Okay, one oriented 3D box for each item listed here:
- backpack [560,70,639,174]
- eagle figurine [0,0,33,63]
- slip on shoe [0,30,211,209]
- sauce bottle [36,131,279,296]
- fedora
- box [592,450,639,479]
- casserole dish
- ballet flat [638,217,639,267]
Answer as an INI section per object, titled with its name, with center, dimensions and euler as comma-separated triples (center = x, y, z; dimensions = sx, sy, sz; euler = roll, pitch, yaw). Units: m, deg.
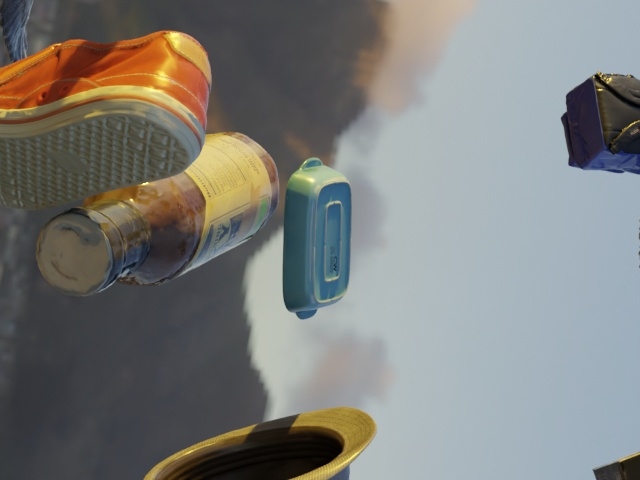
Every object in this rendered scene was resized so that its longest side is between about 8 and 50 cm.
[backpack]
center = 0.314, -0.116, 1.988
dimensions = 0.101, 0.120, 0.098
euler = 147, -58, -61
[eagle figurine]
center = -0.359, -0.397, 2.377
dimensions = 0.226, 0.298, 0.225
euler = -29, -160, 18
[slip on shoe]
center = -0.211, -0.097, 1.516
dimensions = 0.331, 0.123, 0.101
euler = -7, -129, 40
[sauce bottle]
center = -0.141, -0.020, 1.691
dimensions = 0.344, 0.111, 0.111
euler = -30, 136, -66
[fedora]
center = -0.058, 0.290, 2.129
dimensions = 0.243, 0.275, 0.124
euler = -152, -133, -70
[box]
center = 0.331, 0.209, 1.715
dimensions = 0.180, 0.147, 0.078
euler = 89, -19, -81
[casserole dish]
center = 0.000, 0.000, 2.231
dimensions = 0.114, 0.037, 0.188
euler = -13, 108, -58
[ballet flat]
center = 0.400, 0.063, 1.969
dimensions = 0.409, 0.147, 0.147
euler = -139, -119, -72
